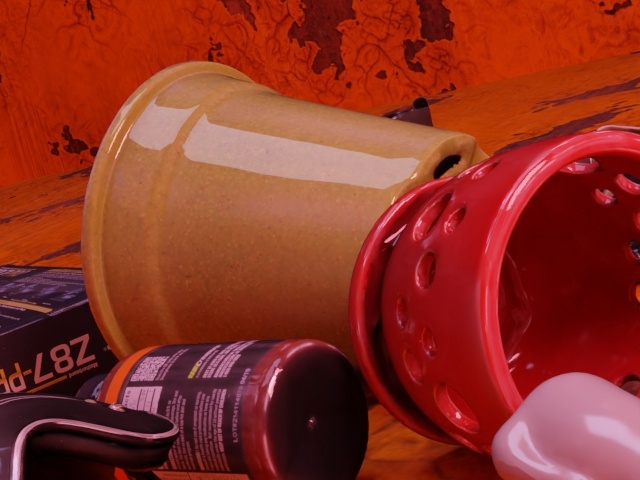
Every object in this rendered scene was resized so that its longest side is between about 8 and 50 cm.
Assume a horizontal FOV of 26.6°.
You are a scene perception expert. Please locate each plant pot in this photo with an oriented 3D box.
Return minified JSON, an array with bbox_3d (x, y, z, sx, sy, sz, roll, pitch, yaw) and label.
[{"bbox_3d":[0.121,0.037,0.793,0.191,0.191,0.174,-21,9,-29],"label":"plant pot"},{"bbox_3d":[0.000,0.000,1.067,0.253,0.276,0.276,7,21,33],"label":"plant pot"}]

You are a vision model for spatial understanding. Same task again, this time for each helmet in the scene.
[{"bbox_3d":[-0.151,0.151,0.657,0.161,0.169,0.169,-3,1,-39],"label":"helmet"}]

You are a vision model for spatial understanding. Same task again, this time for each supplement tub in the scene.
[{"bbox_3d":[-0.073,0.117,0.870,0.197,0.106,0.106,-6,14,41],"label":"supplement tub"}]

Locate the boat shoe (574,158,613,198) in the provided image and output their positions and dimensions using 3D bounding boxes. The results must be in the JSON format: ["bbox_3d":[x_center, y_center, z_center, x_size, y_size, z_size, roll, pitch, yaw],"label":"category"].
[{"bbox_3d":[0.154,-0.026,1.210,0.079,0.084,0.233,-6,-20,-43],"label":"boat shoe"}]

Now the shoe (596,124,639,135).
[{"bbox_3d":[0.376,-0.099,1.501,0.076,0.058,0.219,-19,11,-22],"label":"shoe"}]

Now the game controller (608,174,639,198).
[{"bbox_3d":[0.376,-0.063,1.256,0.319,0.067,0.166,-13,22,-39],"label":"game controller"}]

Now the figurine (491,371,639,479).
[{"bbox_3d":[0.221,0.100,0.623,0.214,0.092,0.209,-21,16,-26],"label":"figurine"}]

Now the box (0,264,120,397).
[{"bbox_3d":[-0.365,0.113,1.339,0.318,0.097,0.395,-24,14,-33],"label":"box"}]

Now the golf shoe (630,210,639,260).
[{"bbox_3d":[0.198,0.020,1.138,0.198,0.077,0.094,-11,-6,9],"label":"golf shoe"}]

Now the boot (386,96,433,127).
[{"bbox_3d":[0.081,-0.083,1.618,0.076,0.137,0.198,-7,13,37],"label":"boot"}]
